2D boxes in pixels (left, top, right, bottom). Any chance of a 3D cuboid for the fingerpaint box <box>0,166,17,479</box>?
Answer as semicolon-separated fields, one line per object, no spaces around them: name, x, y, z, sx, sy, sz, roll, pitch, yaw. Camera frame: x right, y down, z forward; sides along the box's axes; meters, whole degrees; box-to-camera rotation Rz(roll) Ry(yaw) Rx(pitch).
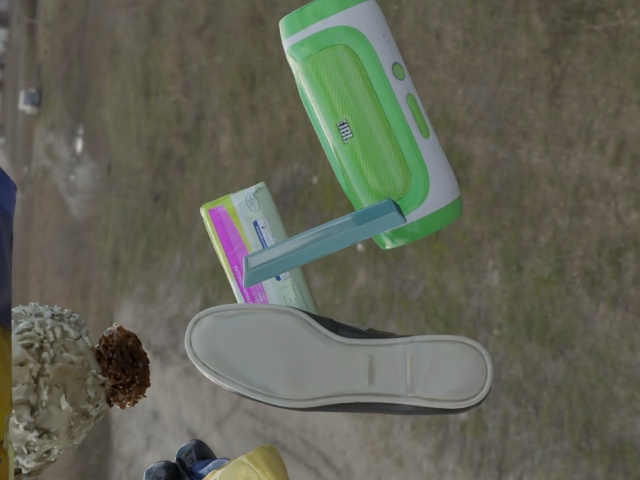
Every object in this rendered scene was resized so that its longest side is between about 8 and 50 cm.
fingerpaint box;-0.275;0.037;0.383;0.371;0.163;0.444;56;-168;-44

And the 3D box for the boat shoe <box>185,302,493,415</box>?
boat shoe;0.019;0.141;1.228;0.095;0.335;0.112;99;179;-73

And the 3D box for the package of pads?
package of pads;-0.071;0.060;1.567;0.296;0.101;0.229;75;172;-75

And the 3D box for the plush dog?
plush dog;-0.254;0.129;0.838;0.225;0.262;0.210;-37;63;45

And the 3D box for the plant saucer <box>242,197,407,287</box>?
plant saucer;0.000;0.000;1.236;0.067;0.192;0.018;-103;-10;-71

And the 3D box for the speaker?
speaker;0.060;-0.144;1.323;0.296;0.131;0.131;65;165;-6

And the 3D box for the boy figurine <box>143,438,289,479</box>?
boy figurine;-0.116;0.281;1.249;0.092;0.177;0.285;61;156;-2
